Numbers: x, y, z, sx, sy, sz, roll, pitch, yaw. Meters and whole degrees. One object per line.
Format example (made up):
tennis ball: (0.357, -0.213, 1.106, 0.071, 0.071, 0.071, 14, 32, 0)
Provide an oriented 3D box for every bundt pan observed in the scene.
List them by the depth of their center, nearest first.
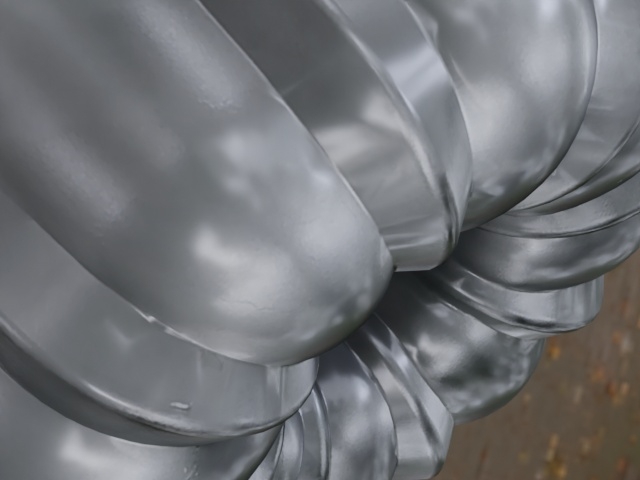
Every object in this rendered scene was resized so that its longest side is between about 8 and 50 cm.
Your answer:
bundt pan: (0.000, 0.000, 0.557, 0.331, 0.124, 0.331, -35, 157, -18)
